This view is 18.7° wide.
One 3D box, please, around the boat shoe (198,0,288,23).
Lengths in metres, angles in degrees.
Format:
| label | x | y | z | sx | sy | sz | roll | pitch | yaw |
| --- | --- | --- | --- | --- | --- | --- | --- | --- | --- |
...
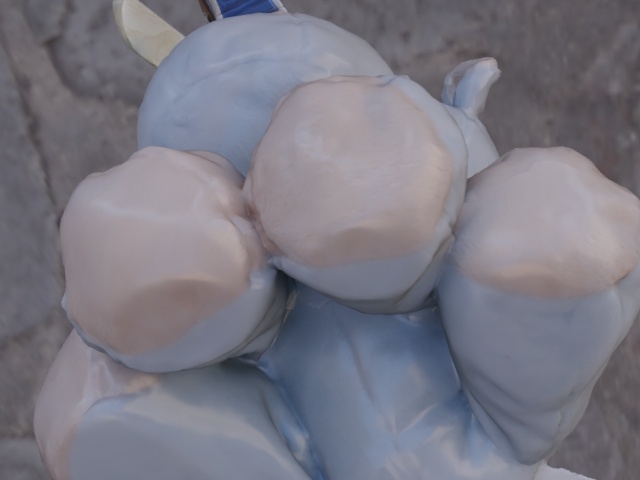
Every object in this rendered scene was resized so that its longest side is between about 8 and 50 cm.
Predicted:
| label | x | y | z | sx | sy | sz | roll | pitch | yaw |
| --- | --- | --- | --- | --- | --- | --- | --- | --- | --- |
| boat shoe | -0.066 | -0.196 | 1.716 | 0.066 | 0.066 | 0.183 | -23 | 78 | -6 |

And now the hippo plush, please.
| label | x | y | z | sx | sy | sz | roll | pitch | yaw |
| --- | --- | --- | --- | --- | --- | --- | --- | --- | --- |
| hippo plush | 0.035 | -0.004 | 0.799 | 0.294 | 0.234 | 0.237 | 27 | 37 | -19 |

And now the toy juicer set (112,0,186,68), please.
| label | x | y | z | sx | sy | sz | roll | pitch | yaw |
| --- | --- | --- | --- | --- | --- | --- | --- | --- | --- |
| toy juicer set | 0.000 | 0.000 | 1.190 | 0.089 | 0.209 | 0.329 | -26 | 75 | 23 |
